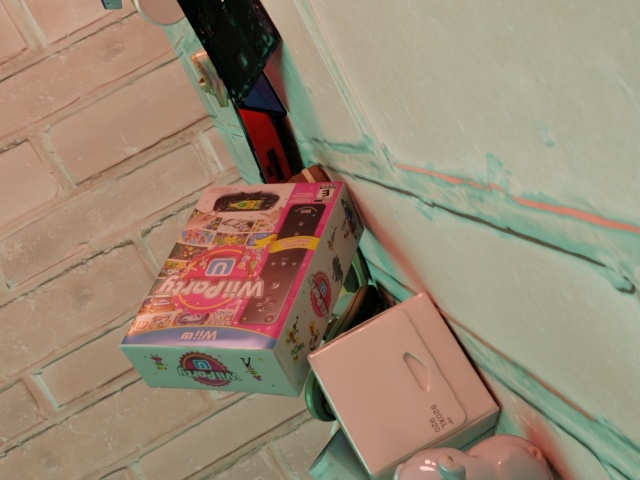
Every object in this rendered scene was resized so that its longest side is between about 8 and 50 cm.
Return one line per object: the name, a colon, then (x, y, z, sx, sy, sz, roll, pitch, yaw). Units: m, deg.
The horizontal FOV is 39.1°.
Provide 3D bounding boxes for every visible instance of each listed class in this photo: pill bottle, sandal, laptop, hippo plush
pill bottle: (-0.328, -0.507, 1.774, 0.208, 0.118, 0.117, 54, 171, 53)
sandal: (0.033, 0.163, 1.394, 0.303, 0.086, 0.120, -45, -61, -54)
laptop: (-0.109, -0.318, 1.277, 0.234, 0.137, 0.264, 60, 149, 10)
hippo plush: (0.153, 0.331, 0.923, 0.236, 0.294, 0.234, 67, 155, 20)

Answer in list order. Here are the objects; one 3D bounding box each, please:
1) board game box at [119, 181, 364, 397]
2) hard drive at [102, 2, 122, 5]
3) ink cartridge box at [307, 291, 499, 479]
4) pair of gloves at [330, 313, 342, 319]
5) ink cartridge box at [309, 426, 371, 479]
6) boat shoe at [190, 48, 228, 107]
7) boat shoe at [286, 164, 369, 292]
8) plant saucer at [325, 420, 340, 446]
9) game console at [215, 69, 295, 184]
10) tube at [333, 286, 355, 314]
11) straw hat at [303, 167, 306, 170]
board game box: (-0.094, 0.056, 1.199, 0.303, 0.224, 0.097, -69, -33, -40)
hard drive: (-0.434, -0.637, 1.810, 0.210, 0.040, 0.318, -142, 48, -76)
ink cartridge box: (0.105, 0.206, 1.140, 0.171, 0.168, 0.232, 59, 174, 25)
pair of gloves: (-0.017, 0.072, 1.917, 0.204, 0.042, 0.240, 30, -151, -60)
ink cartridge box: (0.136, 0.333, 1.334, 0.239, 0.060, 0.275, 40, -149, 6)
boat shoe: (-0.215, -0.312, 1.746, 0.050, 0.045, 0.135, -110, 1, -50)
boat shoe: (-0.003, -0.004, 1.448, 0.095, 0.095, 0.257, 54, 171, 53)
plant saucer: (0.060, 0.469, 1.944, 0.101, 0.400, 0.400, 16, 171, 1)
game console: (-0.133, -0.223, 1.634, 0.342, 0.060, 0.386, 62, 175, 29)
tube: (0.005, 0.048, 1.857, 0.240, 0.062, 0.070, 63, 142, 40)
straw hat: (-0.023, -0.055, 1.558, 0.144, 0.061, 0.144, 59, 174, 10)
